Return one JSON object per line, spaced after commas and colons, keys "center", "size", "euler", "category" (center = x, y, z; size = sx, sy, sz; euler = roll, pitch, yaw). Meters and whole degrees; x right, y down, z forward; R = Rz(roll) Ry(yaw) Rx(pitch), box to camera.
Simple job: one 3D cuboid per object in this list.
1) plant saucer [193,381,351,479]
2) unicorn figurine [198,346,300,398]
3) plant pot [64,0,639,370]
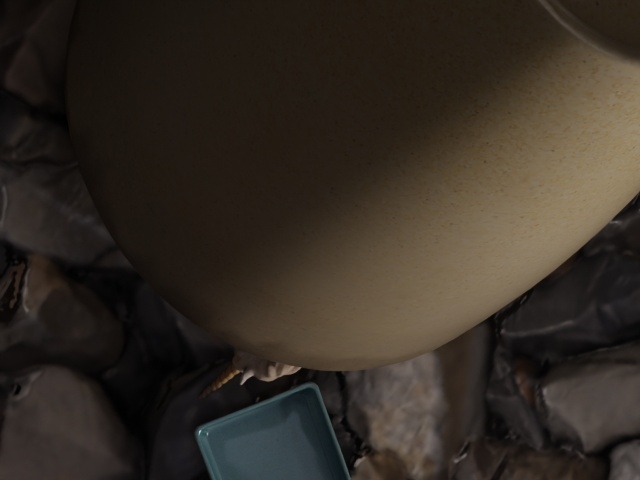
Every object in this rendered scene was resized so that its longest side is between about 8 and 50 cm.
{"center": [-0.003, 0.169, 0.913], "size": [0.067, 0.018, 0.192], "euler": [-21, 100, -11], "category": "plant saucer"}
{"center": [0.000, 0.000, 0.878], "size": [0.162, 0.060, 0.111], "euler": [-21, 95, -8], "category": "unicorn figurine"}
{"center": [0.057, -0.090, 0.738], "size": [0.257, 0.274, 0.256], "euler": [5, 77, -23], "category": "plant pot"}
